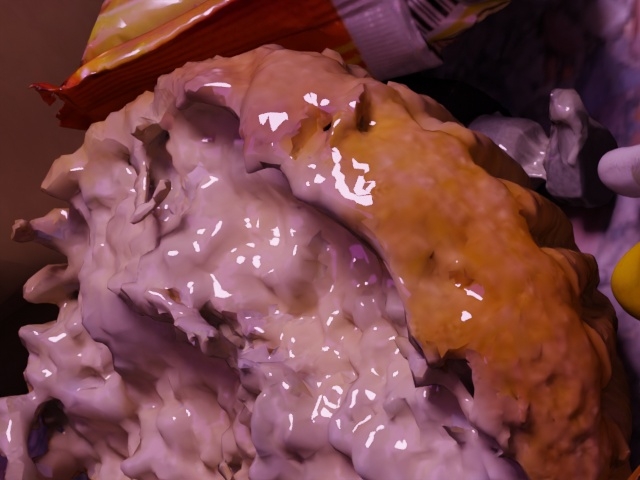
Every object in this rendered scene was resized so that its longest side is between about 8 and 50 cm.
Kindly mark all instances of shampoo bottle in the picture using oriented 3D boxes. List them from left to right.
[{"bbox_3d":[0.028,-0.042,0.753,0.208,0.063,0.057,8,65,39],"label":"shampoo bottle"}]

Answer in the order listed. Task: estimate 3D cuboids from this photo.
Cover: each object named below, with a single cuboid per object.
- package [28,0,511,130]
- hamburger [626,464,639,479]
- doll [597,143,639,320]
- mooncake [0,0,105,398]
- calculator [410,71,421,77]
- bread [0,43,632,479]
[{"bbox_3d":[0.008,-0.136,0.753,0.223,0.108,0.288,-20,25,23],"label":"package"},{"bbox_3d":[0.163,0.137,0.374,0.245,0.211,0.260,-49,43,40],"label":"hamburger"},{"bbox_3d":[0.138,-0.021,0.617,0.135,0.071,0.113,19,82,62],"label":"doll"},{"bbox_3d":[-0.271,-0.110,0.905,0.262,0.467,0.467,-33,48,40],"label":"mooncake"},{"bbox_3d":[0.000,0.000,0.835,0.127,0.034,0.190,-32,48,46],"label":"calculator"},{"bbox_3d":[0.003,0.058,0.665,0.274,0.149,0.274,14,112,36],"label":"bread"}]
